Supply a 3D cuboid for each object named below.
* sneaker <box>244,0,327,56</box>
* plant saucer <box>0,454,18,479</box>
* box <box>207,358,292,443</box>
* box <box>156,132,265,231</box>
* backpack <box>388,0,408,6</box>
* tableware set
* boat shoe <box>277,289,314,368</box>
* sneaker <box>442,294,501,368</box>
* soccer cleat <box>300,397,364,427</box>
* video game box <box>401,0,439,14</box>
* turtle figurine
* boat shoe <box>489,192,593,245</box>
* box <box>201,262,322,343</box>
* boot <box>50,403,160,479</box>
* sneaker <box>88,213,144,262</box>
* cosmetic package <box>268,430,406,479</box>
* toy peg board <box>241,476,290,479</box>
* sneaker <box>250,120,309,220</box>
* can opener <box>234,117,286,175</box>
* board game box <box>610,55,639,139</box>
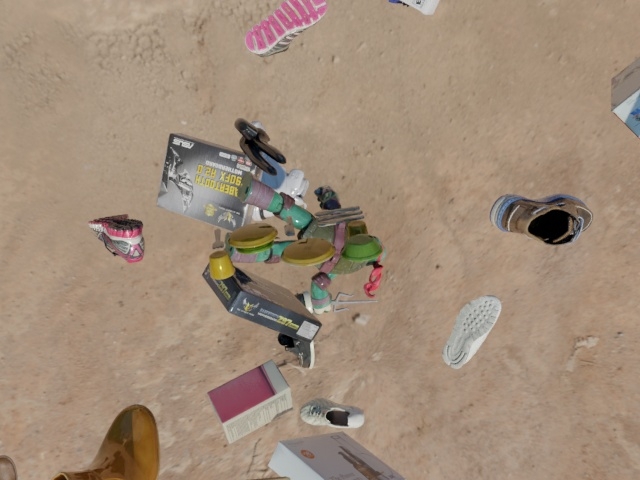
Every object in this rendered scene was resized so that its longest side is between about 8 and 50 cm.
[{"bbox_3d":[-0.065,-0.399,1.047,0.170,0.075,0.063,-35,93,-3],"label":"sneaker"},{"bbox_3d":[-0.641,0.550,1.011,0.050,0.310,0.310,8,78,-4],"label":"plant saucer"},{"bbox_3d":[-0.219,0.505,1.763,0.232,0.148,0.127,-24,51,-20],"label":"box"},{"bbox_3d":[-0.261,-0.137,1.325,0.231,0.056,0.183,19,104,12],"label":"box"},{"bbox_3d":[0.222,-0.586,1.294,0.120,0.098,0.101,14,48,10],"label":"backpack"},{"bbox_3d":[-0.025,0.007,0.510,0.154,0.104,0.024,-9,115,-4],"label":"tableware set"},{"bbox_3d":[-0.080,0.294,1.765,0.113,0.340,0.127,-8,48,-9],"label":"boat shoe"},{"bbox_3d":[0.410,0.235,1.491,0.090,0.095,0.235,45,123,31],"label":"sneaker"},{"bbox_3d":[0.018,0.426,1.376,0.196,0.076,0.068,-7,75,38],"label":"soccer cleat"},{"bbox_3d":[0.194,-0.602,1.150,0.187,0.048,0.205,37,126,17],"label":"video game box"},{"bbox_3d":[0.000,0.000,0.728,0.234,0.118,0.175,16,71,-25],"label":"turtle figurine"},{"bbox_3d":[0.313,-0.022,0.756,0.183,0.066,0.066,-2,118,-29],"label":"boat shoe"},{"bbox_3d":[-0.130,0.131,1.244,0.059,0.233,0.183,-58,36,4],"label":"box"},{"bbox_3d":[-0.331,0.362,0.835,0.104,0.211,0.295,-2,55,6],"label":"boot"},{"bbox_3d":[-0.616,-0.011,1.687,0.121,0.299,0.112,-15,109,-31],"label":"sneaker"},{"bbox_3d":[0.061,0.729,1.757,0.284,0.377,0.097,25,93,35],"label":"cosmetic package"},{"bbox_3d":[-0.158,0.599,1.220,0.079,0.161,0.160,-8,73,49],"label":"toy peg board"},{"bbox_3d":[-0.154,-0.255,1.987,0.210,0.137,0.365,-5,79,6],"label":"sneaker"},{"bbox_3d":[-0.108,-0.158,0.990,0.059,0.073,0.186,-55,38,14],"label":"can opener"},{"bbox_3d":[0.536,-0.145,0.731,0.275,0.144,0.142,43,40,-4],"label":"board game box"}]
